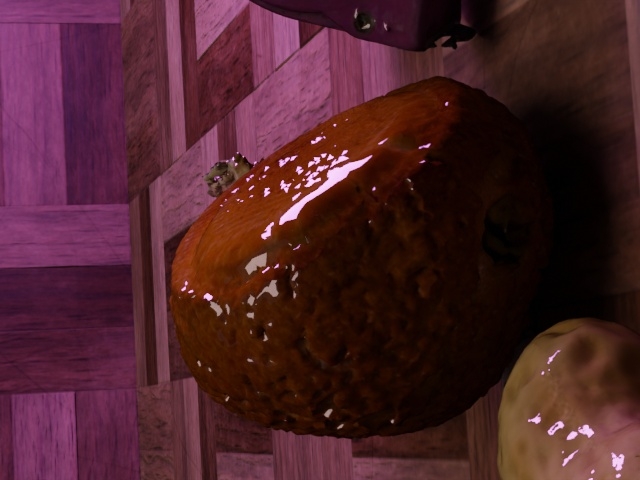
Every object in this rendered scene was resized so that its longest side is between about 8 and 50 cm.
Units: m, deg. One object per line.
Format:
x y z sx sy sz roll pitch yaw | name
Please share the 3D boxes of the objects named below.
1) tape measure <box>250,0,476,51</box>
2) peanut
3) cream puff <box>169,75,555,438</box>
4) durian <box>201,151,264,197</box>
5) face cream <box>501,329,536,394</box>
0.016 -0.277 1.243 0.149 0.245 0.232 -44 -37 -57 | tape measure
0.181 0.153 0.879 0.319 0.147 0.148 -105 20 -54 | peanut
0.039 0.025 1.148 0.212 0.303 0.303 52 173 -17 | cream puff
0.006 0.008 1.463 0.305 0.185 0.196 145 103 -76 | durian
0.145 0.106 1.188 0.040 0.021 0.083 175 92 -72 | face cream
